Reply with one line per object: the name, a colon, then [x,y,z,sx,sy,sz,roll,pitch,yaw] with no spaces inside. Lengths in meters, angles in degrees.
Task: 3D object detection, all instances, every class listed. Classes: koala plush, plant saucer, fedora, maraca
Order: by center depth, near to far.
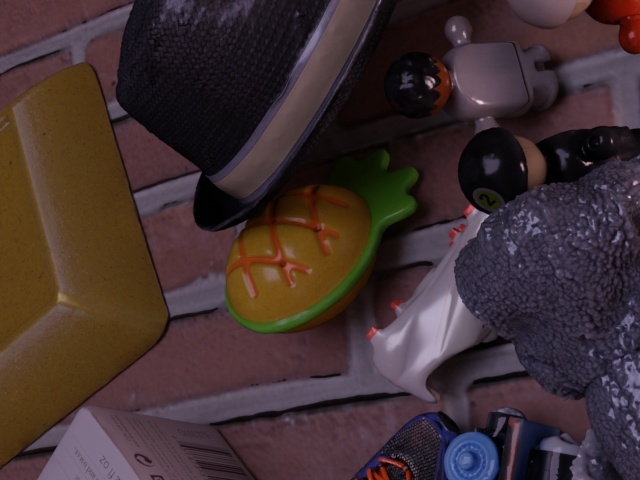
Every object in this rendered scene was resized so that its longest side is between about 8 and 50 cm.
koala plush: [0.203,0.074,0.959,0.196,0.203,0.221,-33,70,31]
fedora: [-0.061,-0.178,1.198,0.334,0.152,0.334,-54,19,29]
maraca: [0.000,0.000,1.212,0.186,0.099,0.127,-45,44,-8]
plant saucer: [-0.322,0.029,1.499,0.333,0.081,0.332,-38,55,28]

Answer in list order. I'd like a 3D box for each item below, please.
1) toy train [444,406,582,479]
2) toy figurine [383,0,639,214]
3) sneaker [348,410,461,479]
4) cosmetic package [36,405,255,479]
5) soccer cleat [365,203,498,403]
toy train: [0.135,0.209,1.044,0.105,0.080,0.184,6,80,33]
toy figurine: [0.139,-0.139,1.035,0.209,0.148,0.213,49,139,47]
sneaker: [0.030,0.215,1.126,0.221,0.087,0.083,-54,50,17]
cosmetic package: [-0.147,0.257,1.227,0.151,0.151,0.183,44,108,41]
soccer cleat: [0.115,0.032,1.126,0.076,0.068,0.196,40,100,11]
